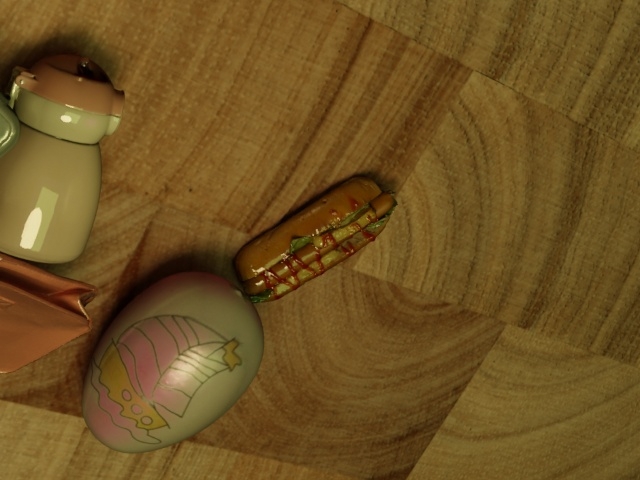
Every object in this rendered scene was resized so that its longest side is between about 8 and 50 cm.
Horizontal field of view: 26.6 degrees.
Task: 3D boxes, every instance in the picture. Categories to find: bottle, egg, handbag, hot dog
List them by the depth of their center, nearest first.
[{"bbox_3d":[-0.311,-0.105,1.560,0.147,0.147,0.236,13,105,-35],"label":"bottle"},{"bbox_3d":[-0.382,0.087,1.621,0.157,0.059,0.212,25,144,-34],"label":"handbag"},{"bbox_3d":[-0.197,0.161,1.758,0.271,0.196,0.196,-37,131,-1],"label":"egg"},{"bbox_3d":[0.000,0.000,1.843,0.250,0.076,0.104,-29,129,-7],"label":"hot dog"}]

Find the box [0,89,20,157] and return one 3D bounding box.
[{"bbox_3d":[-0.464,-0.120,1.464,0.243,0.135,0.163,-42,132,0],"label":"box"}]
